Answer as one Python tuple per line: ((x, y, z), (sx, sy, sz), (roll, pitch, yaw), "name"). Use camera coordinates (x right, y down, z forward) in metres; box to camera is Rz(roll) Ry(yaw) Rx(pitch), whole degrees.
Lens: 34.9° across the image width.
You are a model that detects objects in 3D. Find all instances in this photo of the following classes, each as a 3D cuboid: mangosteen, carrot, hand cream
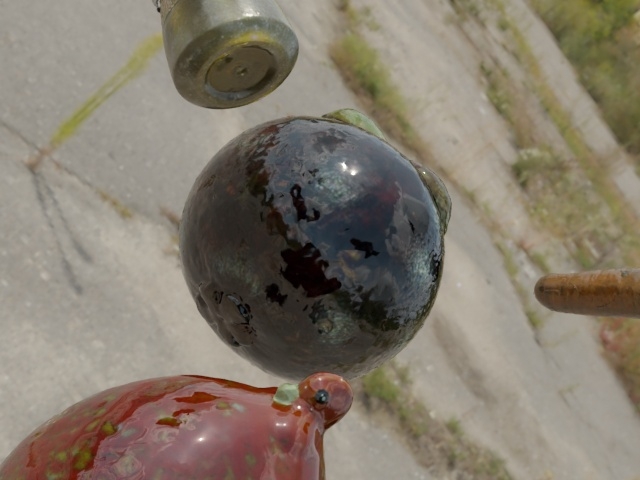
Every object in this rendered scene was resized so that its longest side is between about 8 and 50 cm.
((0.000, 0.000, 1.019), (0.288, 0.288, 0.288), (45, 21, -22), "mangosteen")
((0.320, 0.057, 1.112), (0.060, 0.186, 0.060), (-5, 96, -53), "carrot")
((-0.084, -0.187, 0.686), (0.084, 0.084, 0.203), (23, 39, -55), "hand cream")

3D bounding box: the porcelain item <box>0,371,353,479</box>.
((-0.054, 0.170, 0.563), (0.253, 0.253, 0.253), (45, 21, -22), "porcelain item")
